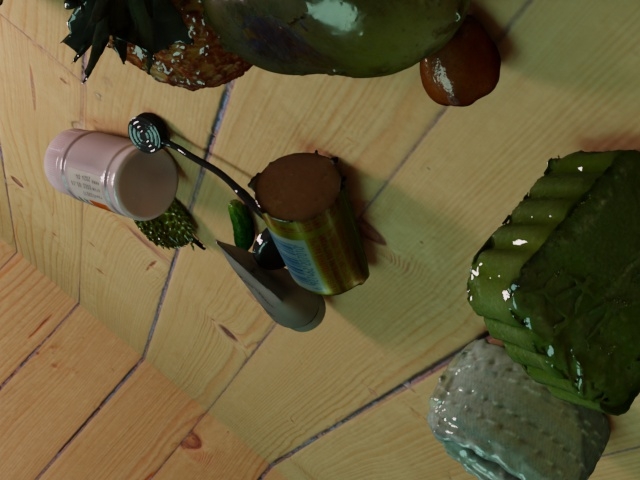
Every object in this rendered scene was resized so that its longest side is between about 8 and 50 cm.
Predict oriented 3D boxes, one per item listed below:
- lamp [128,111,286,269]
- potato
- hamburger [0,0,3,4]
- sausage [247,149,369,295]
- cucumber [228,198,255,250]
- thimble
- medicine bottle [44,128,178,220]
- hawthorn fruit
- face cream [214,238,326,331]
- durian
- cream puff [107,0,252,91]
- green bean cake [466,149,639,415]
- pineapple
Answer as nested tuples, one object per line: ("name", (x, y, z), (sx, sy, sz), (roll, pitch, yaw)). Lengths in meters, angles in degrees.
("lamp", (-0.173, -0.086, 1.731), (0.371, 0.108, 0.130), (37, 137, 15))
("potato", (-0.001, -0.242, 1.023), (0.210, 0.173, 0.307), (49, 155, -26))
("hamburger", (-0.587, -0.398, 1.656), (0.149, 0.237, 0.237), (38, 160, 18))
("sausage", (0.002, -0.001, 1.601), (0.317, 0.125, 0.117), (67, 180, -58))
("cucumber", (-0.129, -0.024, 1.879), (0.039, 0.039, 0.168), (32, 156, 21))
("thimble", (0.269, 0.264, 1.588), (0.250, 0.172, 0.205), (38, 161, 1))
("medicine bottle", (-0.367, -0.119, 1.962), (0.250, 0.133, 0.133), (18, 150, 45))
("hawthorn fruit", (0.127, -0.177, 1.071), (0.081, 0.081, 0.093), (6, 132, 56))
("face cream", (-0.066, 0.078, 1.802), (0.143, 0.089, 0.314), (43, 178, 22))
("durian", (-0.287, -0.045, 2.092), (0.215, 0.086, 0.100), (51, -169, -19))
("cream puff", (-0.173, -0.275, 1.279), (0.240, 0.164, 0.240), (39, 163, 15))
("green bean cake", (0.263, 0.039, 1.086), (0.200, 0.214, 0.113), (49, 164, -22))
("pineapple", (-0.186, -0.318, 1.084), (0.166, 0.165, 0.364), (27, 133, 32))
